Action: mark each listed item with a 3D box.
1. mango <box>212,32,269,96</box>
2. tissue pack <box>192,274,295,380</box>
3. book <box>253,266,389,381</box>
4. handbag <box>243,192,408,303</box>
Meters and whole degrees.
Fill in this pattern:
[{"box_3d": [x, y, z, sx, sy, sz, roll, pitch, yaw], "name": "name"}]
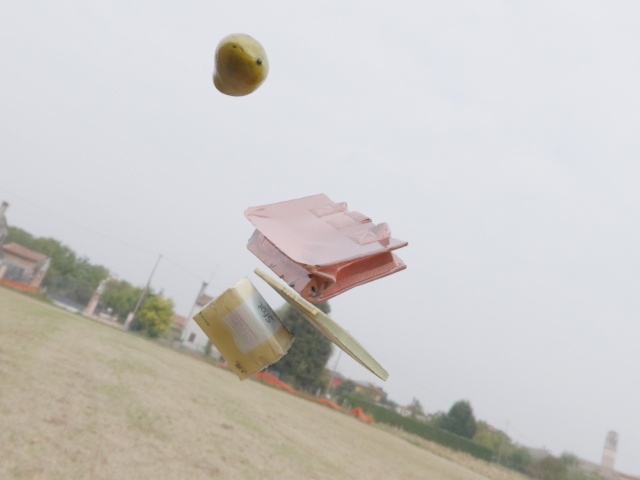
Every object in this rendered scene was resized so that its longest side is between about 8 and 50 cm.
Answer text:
[{"box_3d": [-0.152, -0.316, 0.924, 0.103, 0.076, 0.161, 39, -27, -18], "name": "mango"}, {"box_3d": [-0.195, 0.226, 1.287, 0.186, 0.090, 0.222, -35, -89, 28], "name": "tissue pack"}, {"box_3d": [-0.011, 0.196, 1.259, 0.269, 0.032, 0.389, 46, -11, -27], "name": "book"}, {"box_3d": [0.000, 0.000, 0.685, 0.157, 0.060, 0.212, -16, 29, -26], "name": "handbag"}]
